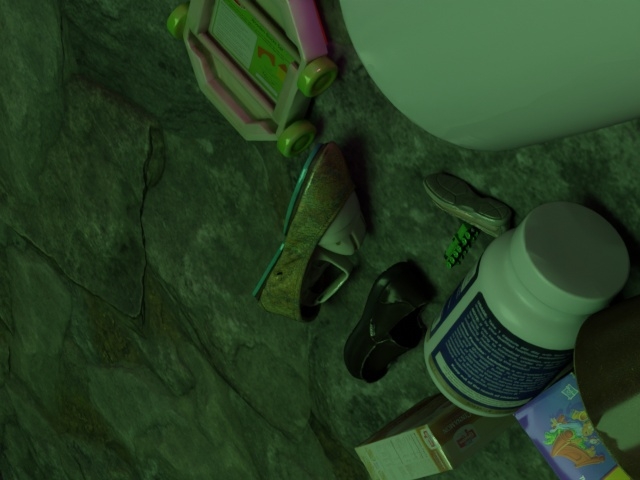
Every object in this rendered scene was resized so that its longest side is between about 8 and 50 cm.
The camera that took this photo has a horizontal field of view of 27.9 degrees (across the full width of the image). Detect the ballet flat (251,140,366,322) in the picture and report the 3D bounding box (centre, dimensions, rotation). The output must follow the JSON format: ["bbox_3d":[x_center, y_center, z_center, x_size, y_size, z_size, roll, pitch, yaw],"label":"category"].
[{"bbox_3d":[0.000,0.000,1.749,0.123,0.123,0.348,49,145,19],"label":"ballet flat"}]

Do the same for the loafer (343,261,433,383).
[{"bbox_3d":[0.092,0.127,1.730,0.078,0.080,0.220,44,144,25],"label":"loafer"}]

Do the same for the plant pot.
[{"bbox_3d":[0.397,0.109,1.213,0.230,0.215,0.215,-40,80,41],"label":"plant pot"}]

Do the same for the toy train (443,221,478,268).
[{"bbox_3d":[0.171,0.005,1.590,0.023,0.017,0.083,58,149,23],"label":"toy train"}]

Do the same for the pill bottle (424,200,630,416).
[{"bbox_3d":[0.228,0.078,1.440,0.153,0.153,0.264,51,146,16],"label":"pill bottle"}]

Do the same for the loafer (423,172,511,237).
[{"bbox_3d":[0.172,-0.038,1.533,0.125,0.045,0.039,31,143,35],"label":"loafer"}]

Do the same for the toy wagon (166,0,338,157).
[{"bbox_3d":[-0.080,-0.280,1.672,0.267,0.068,0.344,48,144,19],"label":"toy wagon"}]

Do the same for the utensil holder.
[{"bbox_3d":[0.237,-0.254,1.029,0.385,0.328,0.327,-13,103,60],"label":"utensil holder"}]

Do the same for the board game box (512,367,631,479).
[{"bbox_3d":[0.359,0.282,1.345,0.078,0.233,0.347,-39,79,19],"label":"board game box"}]

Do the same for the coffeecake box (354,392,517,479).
[{"bbox_3d":[0.154,0.249,1.680,0.068,0.142,0.185,60,147,1],"label":"coffeecake box"}]
